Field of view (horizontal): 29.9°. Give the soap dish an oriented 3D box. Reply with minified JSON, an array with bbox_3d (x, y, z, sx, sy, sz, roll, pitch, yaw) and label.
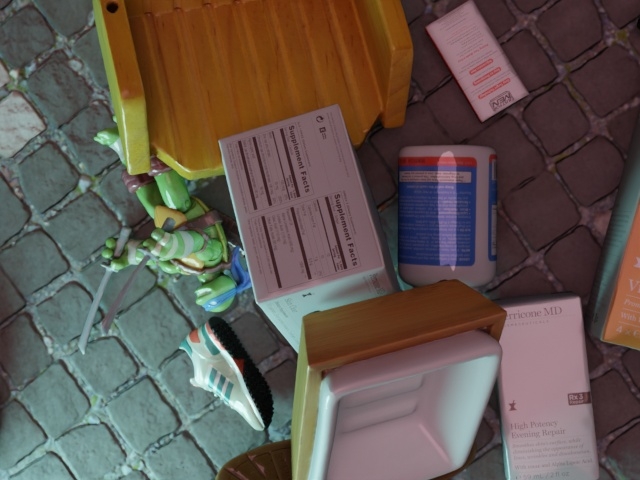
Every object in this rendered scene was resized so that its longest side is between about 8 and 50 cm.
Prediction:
[{"bbox_3d":[0.075,0.175,1.362,0.229,0.291,0.118,-13,52,-16],"label":"soap dish"}]

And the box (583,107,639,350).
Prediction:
[{"bbox_3d":[0.471,-0.025,1.435,0.215,0.168,0.345,14,93,4],"label":"box"}]

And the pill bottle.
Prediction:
[{"bbox_3d":[0.157,-0.006,1.485,0.124,0.124,0.221,1,92,5],"label":"pill bottle"}]

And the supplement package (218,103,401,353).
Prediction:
[{"bbox_3d":[0.000,0.000,1.403,0.145,0.262,0.204,-17,69,5],"label":"supplement package"}]

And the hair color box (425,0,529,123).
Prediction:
[{"bbox_3d":[0.197,-0.226,1.513,0.072,0.043,0.141,-30,88,5],"label":"hair color box"}]

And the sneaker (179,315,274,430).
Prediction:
[{"bbox_3d":[-0.124,0.182,1.558,0.075,0.057,0.161,-30,91,22],"label":"sneaker"}]

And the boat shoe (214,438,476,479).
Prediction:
[{"bbox_3d":[0.027,0.291,1.517,0.342,0.123,0.123,-15,72,-15],"label":"boat shoe"}]

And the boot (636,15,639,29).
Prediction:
[{"bbox_3d":[0.499,-0.297,1.477,0.198,0.077,0.137,15,89,-9],"label":"boot"}]

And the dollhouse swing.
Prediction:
[{"bbox_3d":[-0.070,-0.285,1.344,0.347,0.305,0.315,-10,72,-13],"label":"dollhouse swing"}]

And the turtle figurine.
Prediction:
[{"bbox_3d":[-0.229,-0.018,1.483,0.275,0.198,0.266,-19,86,2],"label":"turtle figurine"}]

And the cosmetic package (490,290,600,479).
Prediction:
[{"bbox_3d":[0.278,0.185,1.503,0.117,0.085,0.231,-8,93,5],"label":"cosmetic package"}]
